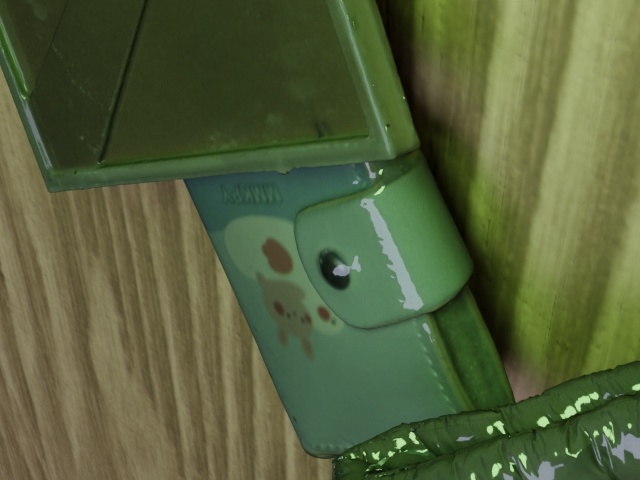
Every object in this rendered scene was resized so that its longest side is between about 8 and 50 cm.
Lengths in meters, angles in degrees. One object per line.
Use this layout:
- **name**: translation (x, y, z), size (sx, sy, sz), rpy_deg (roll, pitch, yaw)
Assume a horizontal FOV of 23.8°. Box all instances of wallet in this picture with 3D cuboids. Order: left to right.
- **wallet**: translation (0.000, 0.000, 1.062), size (0.252, 0.083, 0.360), rpy_deg (-2, 116, 54)

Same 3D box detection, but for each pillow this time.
- **pillow**: translation (0.194, 0.181, 0.915), size (0.326, 0.101, 0.228), rpy_deg (-22, 110, 20)

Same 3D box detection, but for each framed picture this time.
- **framed picture**: translation (-0.129, -0.193, 1.000), size (0.446, 0.028, 0.326), rpy_deg (0, 112, 54)
